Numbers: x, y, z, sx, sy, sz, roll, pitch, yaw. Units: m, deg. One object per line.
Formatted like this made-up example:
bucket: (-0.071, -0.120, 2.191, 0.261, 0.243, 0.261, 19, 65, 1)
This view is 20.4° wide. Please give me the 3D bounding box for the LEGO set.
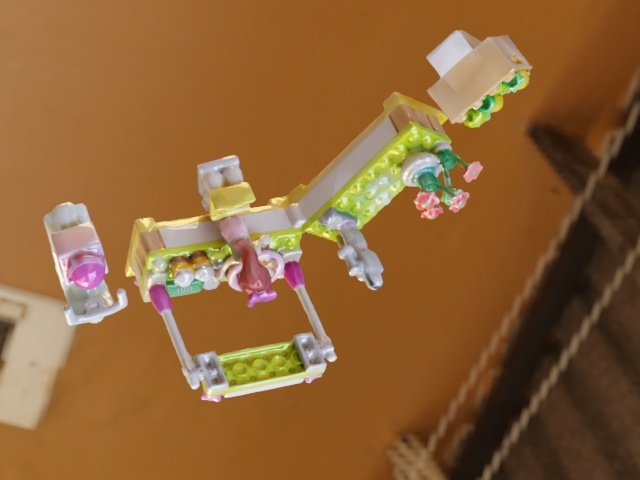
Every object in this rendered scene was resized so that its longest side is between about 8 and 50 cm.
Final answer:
LEGO set: (0.000, 0.000, 0.971, 0.132, 0.287, 0.107, 73, -7, -56)
